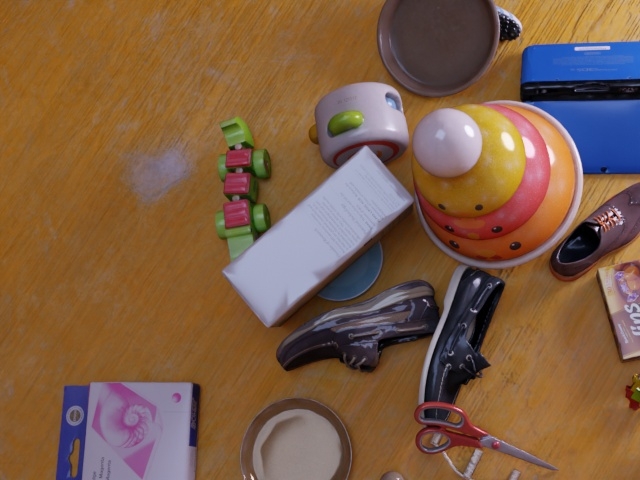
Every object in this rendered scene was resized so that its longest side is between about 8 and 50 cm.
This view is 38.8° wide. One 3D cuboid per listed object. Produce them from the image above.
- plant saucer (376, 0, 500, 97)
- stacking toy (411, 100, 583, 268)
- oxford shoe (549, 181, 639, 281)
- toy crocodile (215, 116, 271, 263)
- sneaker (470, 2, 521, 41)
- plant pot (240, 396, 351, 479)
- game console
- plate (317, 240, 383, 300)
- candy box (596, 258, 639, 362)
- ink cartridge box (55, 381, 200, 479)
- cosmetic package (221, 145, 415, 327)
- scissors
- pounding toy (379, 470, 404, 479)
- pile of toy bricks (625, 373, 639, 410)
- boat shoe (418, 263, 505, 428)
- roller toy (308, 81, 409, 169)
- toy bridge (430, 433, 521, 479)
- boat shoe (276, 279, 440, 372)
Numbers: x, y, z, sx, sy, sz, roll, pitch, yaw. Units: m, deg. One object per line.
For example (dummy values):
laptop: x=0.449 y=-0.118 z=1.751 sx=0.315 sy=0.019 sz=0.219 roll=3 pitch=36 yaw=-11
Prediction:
plant saucer: x=0.258 y=-0.453 z=1.988 sx=0.277 sy=0.041 sz=0.278 roll=4 pitch=101 yaw=24
stacking toy: x=0.273 y=-0.141 z=1.689 sx=0.350 sy=0.480 sz=0.351 roll=-4 pitch=81 yaw=26
oxford shoe: x=0.573 y=-0.024 z=1.809 sx=0.271 sy=0.098 sz=0.097 roll=-44 pitch=70 yaw=-1
toy crocodile: x=-0.177 y=-0.107 z=2.014 sx=0.115 sy=0.105 sz=0.341 roll=-5 pitch=74 yaw=13
sneaker: x=0.342 y=-0.517 z=2.019 sx=0.237 sy=0.085 sz=0.086 roll=27 pitch=56 yaw=13
plant pot: x=-0.049 y=0.442 z=1.867 sx=0.236 sy=0.032 sz=0.236 roll=-4 pitch=74 yaw=13
game console: x=0.572 y=-0.284 z=1.922 sx=0.293 sy=0.173 sz=0.250 roll=2 pitch=44 yaw=14
plate: x=0.043 y=0.040 z=1.962 sx=0.188 sy=0.024 sz=0.188 roll=-3 pitch=75 yaw=12
candy box: x=0.618 y=0.136 z=1.778 sx=0.109 sy=0.053 sz=0.187 roll=-13 pitch=71 yaw=10
ink cartridge box: x=-0.426 y=0.465 z=1.935 sx=0.330 sy=0.071 sz=0.324 roll=-2 pitch=74 yaw=12
cosmetic package: x=0.000 y=0.000 z=1.846 sx=0.385 sy=0.217 sz=0.156 roll=-43 pitch=83 yaw=2
scissors: x=0.322 y=0.377 z=1.740 sx=0.297 sy=0.021 sz=0.109 roll=9 pitch=103 yaw=1
pounding toy: x=0.143 y=0.579 z=1.739 sx=0.182 sy=0.110 sz=0.237 roll=24 pitch=82 yaw=19
pile of toy bricks: x=0.663 y=0.346 z=1.692 sx=0.212 sy=0.118 sz=0.105 roll=30 pitch=116 yaw=11
boat shoe: x=0.288 y=0.216 z=1.798 sx=0.113 sy=0.127 sz=0.340 roll=10 pitch=67 yaw=28
roller toy: x=0.086 y=-0.247 z=1.945 sx=0.191 sy=0.209 sz=0.146 roll=-3 pitch=71 yaw=-18
toy bridge: x=0.300 y=0.440 z=1.784 sx=0.188 sy=0.026 sz=0.063 roll=26 pitch=84 yaw=19
boat shoe: x=0.080 y=0.200 z=1.851 sx=0.355 sy=0.132 sz=0.130 roll=-24 pitch=70 yaw=7
